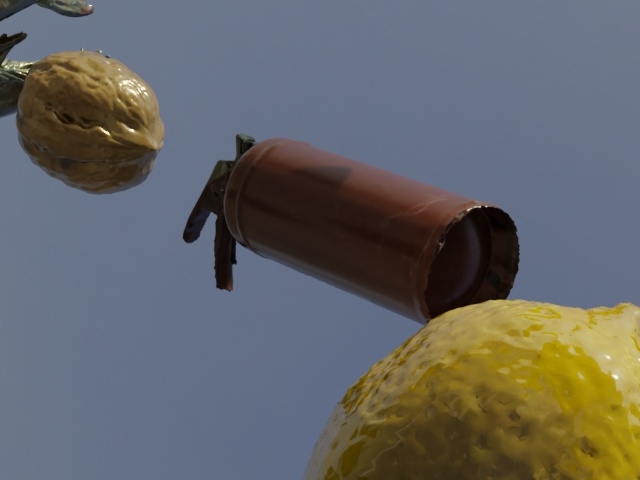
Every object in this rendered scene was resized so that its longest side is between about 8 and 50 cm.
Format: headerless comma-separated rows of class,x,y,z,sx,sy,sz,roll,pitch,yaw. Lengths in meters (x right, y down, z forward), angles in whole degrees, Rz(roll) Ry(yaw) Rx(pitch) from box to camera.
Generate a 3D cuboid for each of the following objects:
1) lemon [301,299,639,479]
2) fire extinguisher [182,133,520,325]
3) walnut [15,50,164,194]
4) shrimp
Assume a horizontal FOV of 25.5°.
lemon,0.093,0.142,0.751,0.204,0.204,0.260,42,-86,30
fire extinguisher,0.000,0.000,1.167,0.337,0.106,0.147,21,-79,45
walnut,-0.256,-0.133,1.605,0.184,0.155,0.155,27,-69,29
shrimp,-0.411,-0.264,1.955,0.085,0.360,0.247,47,-62,23
